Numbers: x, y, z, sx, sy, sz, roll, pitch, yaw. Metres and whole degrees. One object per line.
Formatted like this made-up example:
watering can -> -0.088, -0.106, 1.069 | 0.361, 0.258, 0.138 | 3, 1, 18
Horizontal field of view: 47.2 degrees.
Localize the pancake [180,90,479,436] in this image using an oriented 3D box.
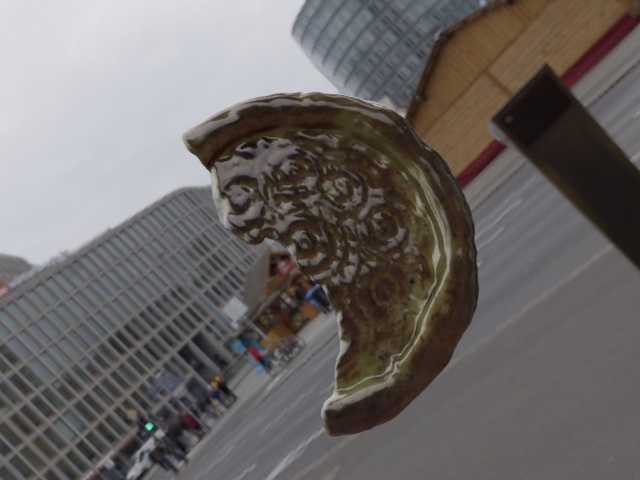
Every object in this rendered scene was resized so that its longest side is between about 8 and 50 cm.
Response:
pancake -> 0.000, 0.000, 0.405 | 0.184, 0.190, 0.020 | -64, 0, -15
